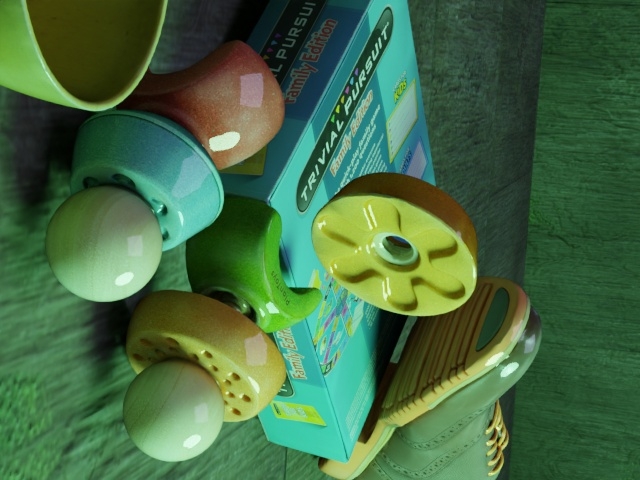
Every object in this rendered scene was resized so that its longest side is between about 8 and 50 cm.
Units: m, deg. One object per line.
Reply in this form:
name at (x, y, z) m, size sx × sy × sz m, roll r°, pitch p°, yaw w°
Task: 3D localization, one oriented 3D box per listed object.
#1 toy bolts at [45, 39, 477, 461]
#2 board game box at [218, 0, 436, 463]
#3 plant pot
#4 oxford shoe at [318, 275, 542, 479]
toy bolts at (-0.046, 0.016, 0.718) m, size 0.228 × 0.218 × 0.158 m, roll 59°, pitch 42°, yaw -35°
board game box at (0.006, -0.024, 1.005) m, size 0.336 × 0.079 × 0.254 m, roll 75°, pitch 33°, yaw -50°
plant pot at (-0.131, -0.123, 0.525) m, size 0.134 × 0.095 × 0.134 m, roll 6°, pitch 90°, yaw -73°
oxford shoe at (0.118, 0.139, 1.110) m, size 0.130 × 0.132 × 0.364 m, roll -63°, pitch -175°, yaw -28°
